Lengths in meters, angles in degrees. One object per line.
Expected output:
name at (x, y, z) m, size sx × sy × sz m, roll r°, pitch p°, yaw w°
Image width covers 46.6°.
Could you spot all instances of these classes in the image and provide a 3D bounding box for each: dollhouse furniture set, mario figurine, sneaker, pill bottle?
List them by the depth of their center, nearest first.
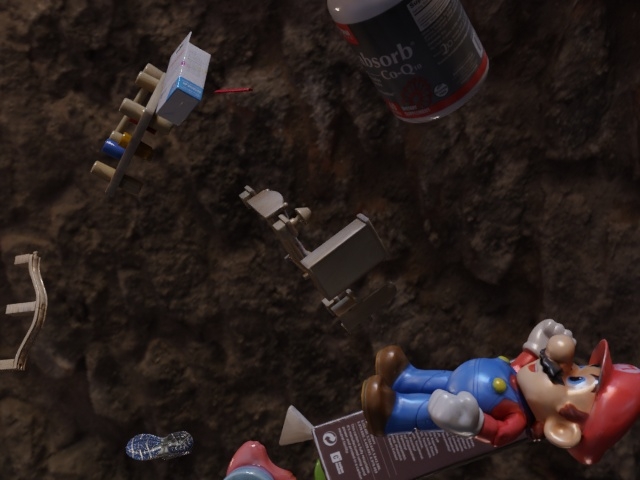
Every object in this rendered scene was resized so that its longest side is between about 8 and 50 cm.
mario figurine at (0.215, 0.157, 0.882) m, size 0.320 × 0.198 × 0.170 m, roll -2°, pitch -36°, yaw 17°
pill bottle at (0.140, -0.407, 1.338) m, size 0.210 × 0.210 × 0.363 m, roll -9°, pitch -45°, yaw 36°
sneaker at (-0.312, 0.411, 1.459) m, size 0.135 × 0.052 × 0.058 m, roll -4°, pitch -33°, yaw 5°
dollhouse furniture set at (0.000, 0.000, 1.765) m, size 0.303 × 0.173 × 0.355 m, roll 59°, pitch -10°, yaw -30°

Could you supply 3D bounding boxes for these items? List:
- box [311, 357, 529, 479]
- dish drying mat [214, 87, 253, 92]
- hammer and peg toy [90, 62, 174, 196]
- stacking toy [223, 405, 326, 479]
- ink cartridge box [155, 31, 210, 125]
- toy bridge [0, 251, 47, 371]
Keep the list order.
box at (0.185, 0.338, 1.293) m, size 0.191 × 0.381 × 0.143 m, roll 85°, pitch -15°, yaw -69°
dish drying mat at (-0.200, -0.346, 1.718) m, size 0.083 × 0.032 × 0.008 m, roll 0°, pitch -75°, yaw 15°
hammer and peg toy at (-0.443, -0.283, 1.859) m, size 0.127 × 0.361 × 0.266 m, roll 26°, pitch -63°, yaw -16°
stacking toy at (-0.046, 0.529, 1.537) m, size 0.308 × 0.130 × 0.280 m, roll 35°, pitch -79°, yaw 1°
ink cartridge box at (-0.297, -0.356, 1.633) m, size 0.061 × 0.181 × 0.104 m, roll 26°, pitch -39°, yaw -28°
toy bridge at (-0.453, 0.106, 1.149) m, size 0.063 × 0.188 × 0.026 m, roll -8°, pitch -21°, yaw 23°
